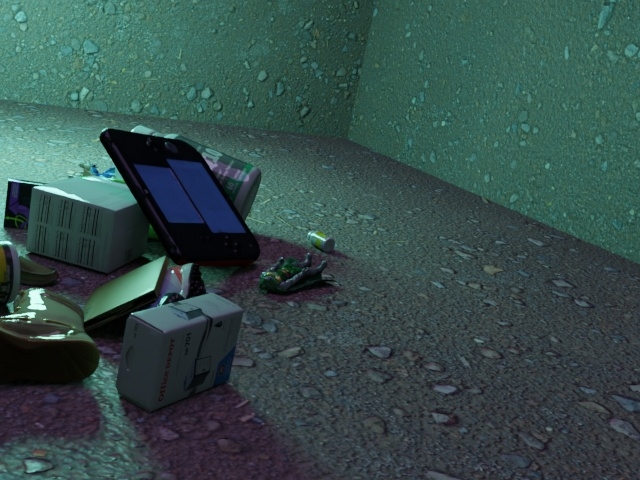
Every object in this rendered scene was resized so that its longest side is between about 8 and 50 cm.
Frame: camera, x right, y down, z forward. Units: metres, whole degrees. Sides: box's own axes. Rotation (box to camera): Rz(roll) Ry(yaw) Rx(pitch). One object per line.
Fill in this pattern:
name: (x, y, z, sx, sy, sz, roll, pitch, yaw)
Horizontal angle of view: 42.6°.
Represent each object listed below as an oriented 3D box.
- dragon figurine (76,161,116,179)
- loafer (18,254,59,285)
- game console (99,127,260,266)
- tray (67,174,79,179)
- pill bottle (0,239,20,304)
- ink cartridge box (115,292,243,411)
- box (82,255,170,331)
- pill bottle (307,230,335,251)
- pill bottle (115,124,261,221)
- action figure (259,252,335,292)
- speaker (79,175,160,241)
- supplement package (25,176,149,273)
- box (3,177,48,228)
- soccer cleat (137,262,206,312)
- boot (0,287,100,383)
dragon figurine: (-0.600, -0.165, 2.368, 0.289, 0.085, 0.144, 13, 15, 8)
loafer: (-0.597, 0.056, 1.638, 0.147, 0.050, 0.056, 7, 16, -19)
game console: (-0.322, -0.099, 1.954, 0.387, 0.060, 0.342, 55, 19, 17)
tray: (-0.535, -0.100, 2.187, 0.270, 0.030, 0.145, 13, -26, 6)
pill bottle: (-0.652, 0.060, 1.451, 0.208, 0.119, 0.119, -2, 20, -39)
ink cartridge box: (-0.223, 0.175, 1.320, 0.082, 0.140, 0.190, 22, 19, 28)
box: (-0.368, 0.099, 1.540, 0.164, 0.021, 0.201, -25, 16, 3)
pill bottle: (0.000, 0.000, 2.310, 0.043, 0.044, 0.083, -2, 21, -41)
pill bottle: (-0.361, -0.170, 2.250, 0.360, 0.204, 0.204, 22, 16, 3)
action figure: (-0.072, 0.080, 1.944, 0.137, 0.064, 0.232, 23, 22, 26)
speaker: (-0.473, -0.078, 2.069, 0.296, 0.131, 0.131, 14, 15, 6)
supplement package: (-0.517, -0.039, 1.852, 0.203, 0.149, 0.194, 15, 15, 11)
box: (-0.665, -0.081, 1.956, 0.162, 0.116, 0.029, 6, 18, -20)
soccer cleat: (-0.297, 0.133, 1.537, 0.116, 0.109, 0.318, -11, 18, 5)
boot: (-0.498, 0.142, 1.314, 0.261, 0.095, 0.203, 7, 16, -25)
